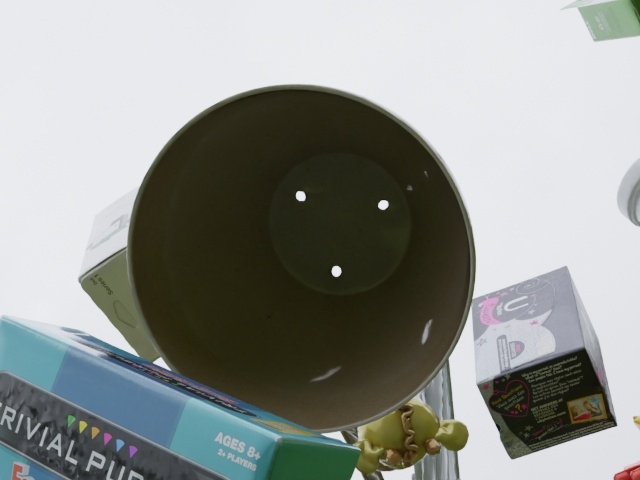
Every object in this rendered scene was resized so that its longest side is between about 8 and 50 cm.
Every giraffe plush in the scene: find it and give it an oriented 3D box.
[{"bbox_3d":[0.075,0.178,1.445,0.181,0.170,0.210,-27,-28,3],"label":"giraffe plush"}]

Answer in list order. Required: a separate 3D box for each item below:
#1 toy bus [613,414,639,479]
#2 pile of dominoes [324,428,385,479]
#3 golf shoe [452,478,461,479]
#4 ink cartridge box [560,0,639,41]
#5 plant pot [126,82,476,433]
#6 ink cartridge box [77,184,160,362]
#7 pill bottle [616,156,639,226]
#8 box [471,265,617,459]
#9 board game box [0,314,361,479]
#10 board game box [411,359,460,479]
[{"bbox_3d":[0.468,0.255,1.659,0.211,0.220,0.149,-20,-5,4],"label":"toy bus"},{"bbox_3d":[-0.018,0.251,1.756,0.251,0.196,0.040,68,-142,-52],"label":"pile of dominoes"},{"bbox_3d":[0.120,0.135,0.430,0.094,0.198,0.077,85,-156,-51],"label":"golf shoe"},{"bbox_3d":[0.445,-0.339,1.884,0.109,0.209,0.062,-32,-78,-12],"label":"ink cartridge box"},{"bbox_3d":[0.000,0.000,1.128,0.284,0.284,0.191,-54,-3,16],"label":"plant pot"},{"bbox_3d":[-0.241,0.043,1.804,0.092,0.219,0.160,-33,-68,10],"label":"ink cartridge box"},{"bbox_3d":[0.595,-0.022,2.014,0.162,0.278,0.162,-18,-51,-23],"label":"pill bottle"},{"bbox_3d":[0.310,0.168,1.865,0.163,0.247,0.142,-20,-69,14],"label":"box"},{"bbox_3d":[-0.143,0.241,0.784,0.079,0.254,0.336,19,-92,-51],"label":"board game box"},{"bbox_3d":[0.164,0.357,2.008,0.050,0.390,0.390,-3,-73,12],"label":"board game box"}]
